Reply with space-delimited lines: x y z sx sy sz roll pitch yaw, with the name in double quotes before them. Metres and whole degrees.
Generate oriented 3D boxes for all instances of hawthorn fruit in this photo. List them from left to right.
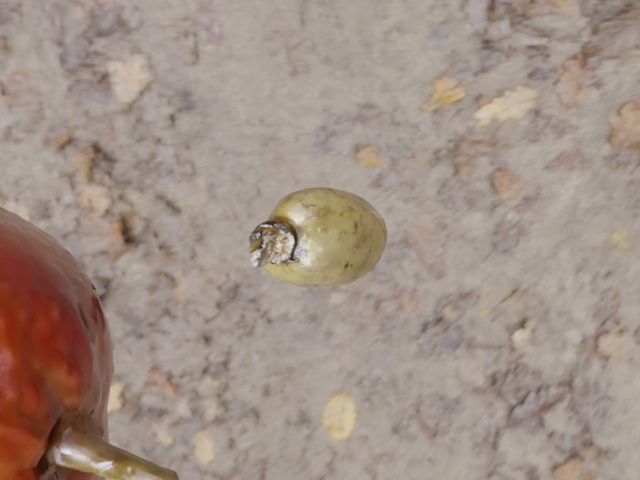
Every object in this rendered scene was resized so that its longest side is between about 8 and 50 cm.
"hawthorn fruit" -0.173 0.068 0.580 0.253 0.205 0.205 3 101 20

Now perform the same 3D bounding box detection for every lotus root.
"lotus root" 0.000 0.000 0.920 0.072 0.152 0.063 -45 67 28
